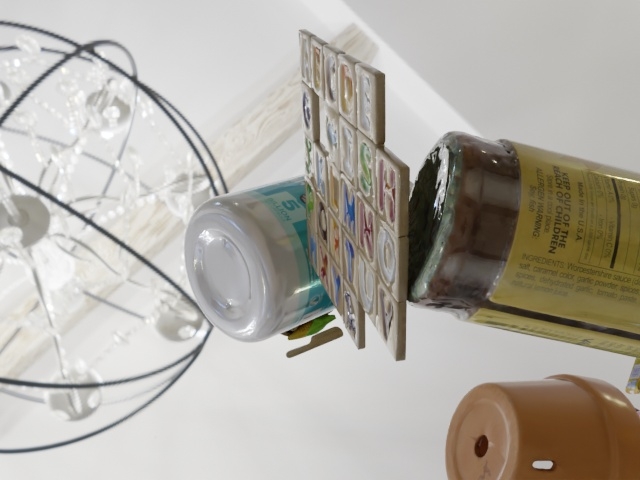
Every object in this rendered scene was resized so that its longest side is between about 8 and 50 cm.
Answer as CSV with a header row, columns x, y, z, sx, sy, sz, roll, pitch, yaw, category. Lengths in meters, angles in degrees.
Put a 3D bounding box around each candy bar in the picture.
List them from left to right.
x,y,z,sx,sy,sz,roll,pitch,yaw,category
0.614,0.226,1.368,0.018,0.040,0.161,46,-124,-14,candy bar

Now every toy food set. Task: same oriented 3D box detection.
x,y,z,sx,sy,sz,roll,pitch,yaw,category
-0.038,0.114,1.296,0.132,0.038,0.192,-24,-78,-9,toy food set

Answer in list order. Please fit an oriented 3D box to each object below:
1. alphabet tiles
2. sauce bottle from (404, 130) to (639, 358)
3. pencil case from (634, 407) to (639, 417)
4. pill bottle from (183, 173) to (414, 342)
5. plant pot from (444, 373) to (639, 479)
x,y,z,sx,sy,sz,roll,pitch,yaw,category
0.016,-0.029,0.496,0.009,0.237,0.198,-7,-66,-12,alphabet tiles
0.222,0.024,0.437,0.344,0.111,0.111,14,-107,-9,sauce bottle
0.680,0.377,1.383,0.160,0.386,0.167,1,-111,-18,pencil case
0.000,0.000,0.763,0.264,0.146,0.146,-19,-101,-42,pill bottle
0.336,0.342,1.149,0.203,0.291,0.290,17,-108,-19,plant pot
